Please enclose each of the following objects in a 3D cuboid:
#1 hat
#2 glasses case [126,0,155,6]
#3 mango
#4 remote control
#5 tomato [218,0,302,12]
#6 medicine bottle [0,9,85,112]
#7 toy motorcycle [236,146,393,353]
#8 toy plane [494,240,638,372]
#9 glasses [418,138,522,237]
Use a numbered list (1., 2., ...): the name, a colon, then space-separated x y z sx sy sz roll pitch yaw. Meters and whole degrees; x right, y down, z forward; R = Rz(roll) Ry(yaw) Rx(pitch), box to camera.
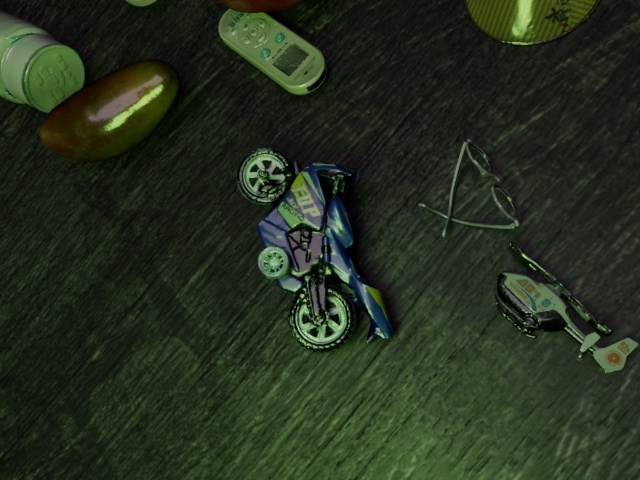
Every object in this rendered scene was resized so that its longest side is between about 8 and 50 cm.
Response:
1. hat: 0.291 -0.373 0.888 0.193 0.082 0.193 -4 76 18
2. glasses case: -0.257 -0.543 1.133 0.113 0.075 0.297 38 91 26
3. mango: -0.338 -0.205 1.057 0.268 0.111 0.133 -23 54 15
4. remote control: -0.077 -0.304 1.025 0.221 0.042 0.078 41 86 23
5. tomato: -0.081 -0.432 1.019 0.225 0.085 0.225 -6 59 10
6. medicine bottle: -0.554 -0.327 1.150 0.258 0.143 0.143 28 87 25
7. toy motorcycle: 0.000 0.000 0.887 0.169 0.113 0.315 -22 79 4
8. toy plane: 0.283 0.089 0.791 0.078 0.053 0.197 -44 62 -5
9. glasses: 0.196 -0.053 0.872 0.104 0.062 0.140 -39 65 31
